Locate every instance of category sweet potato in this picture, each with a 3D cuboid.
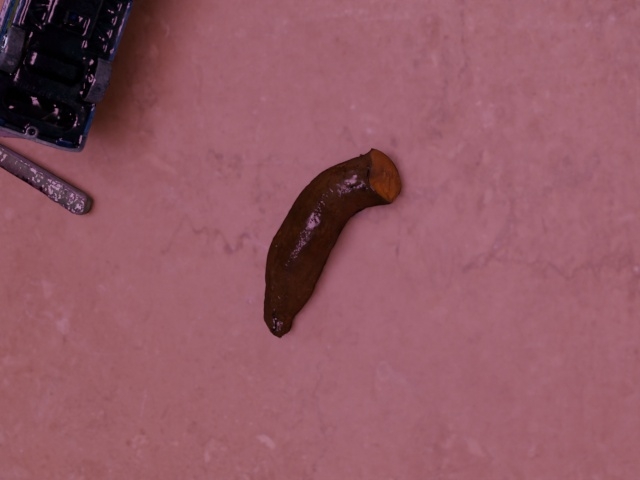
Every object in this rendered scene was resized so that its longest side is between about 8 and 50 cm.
[{"bbox_3d":[-0.001,0.001,1.506,0.112,0.085,0.286,32,98,4],"label":"sweet potato"}]

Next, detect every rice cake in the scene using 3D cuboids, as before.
[{"bbox_3d":[-0.411,-0.096,1.608,0.207,0.033,0.033,31,97,9],"label":"rice cake"}]

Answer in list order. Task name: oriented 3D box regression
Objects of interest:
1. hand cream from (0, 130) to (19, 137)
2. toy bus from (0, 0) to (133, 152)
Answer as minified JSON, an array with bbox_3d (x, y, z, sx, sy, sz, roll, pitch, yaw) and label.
[{"bbox_3d":[-0.448,-0.215,1.607,0.084,0.053,0.142,6,103,14],"label":"hand cream"},{"bbox_3d":[-0.337,-0.287,1.498,0.152,0.190,0.312,18,96,-22],"label":"toy bus"}]
